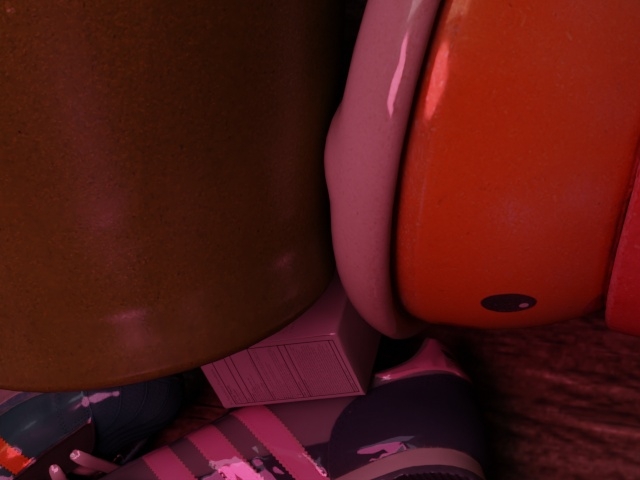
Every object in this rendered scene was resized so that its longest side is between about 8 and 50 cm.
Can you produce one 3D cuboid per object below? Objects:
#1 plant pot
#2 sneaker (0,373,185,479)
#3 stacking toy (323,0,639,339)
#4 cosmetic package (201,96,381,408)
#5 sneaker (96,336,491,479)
[{"bbox_3d":[-0.134,-0.120,0.900,0.367,0.353,0.366,-10,19,4],"label":"plant pot"},{"bbox_3d":[-0.214,0.174,1.116,0.302,0.108,0.121,-26,61,19],"label":"sneaker"},{"bbox_3d":[0.272,-0.052,0.892,0.480,0.350,0.350,18,75,17],"label":"stacking toy"},{"bbox_3d":[0.000,0.000,1.065,0.099,0.060,0.239,-6,41,22],"label":"cosmetic package"},{"bbox_3d":[-0.044,0.149,1.048,0.319,0.112,0.131,-12,46,15],"label":"sneaker"}]
